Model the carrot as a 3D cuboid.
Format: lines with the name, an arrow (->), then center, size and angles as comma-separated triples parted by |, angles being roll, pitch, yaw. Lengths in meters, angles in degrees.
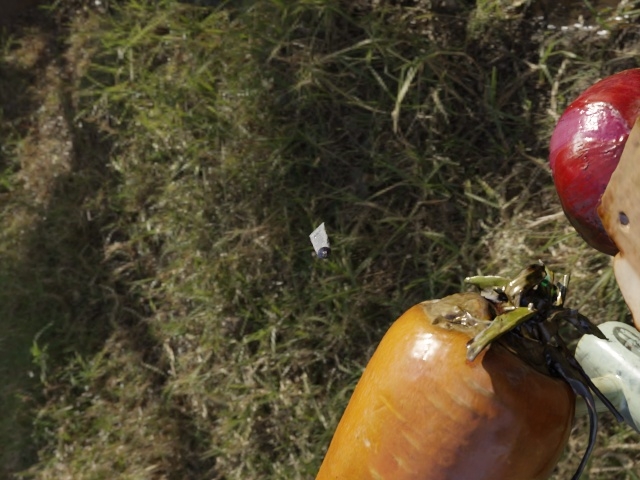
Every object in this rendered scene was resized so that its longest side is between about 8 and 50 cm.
carrot -> 0.132, 0.165, 0.622 | 0.214, 0.193, 0.331 | 33, 99, 55

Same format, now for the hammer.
hammer -> 0.347, 0.206, 0.867 | 0.202, 0.305, 0.113 | -131, 38, -59

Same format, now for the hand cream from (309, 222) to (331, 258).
hand cream -> 0.000, 0.000, 0.933 | 0.030, 0.019, 0.093 | -46, 24, 11

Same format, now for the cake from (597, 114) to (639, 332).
cake -> 0.311, -0.023, 0.393 | 0.293, 0.198, 0.196 | 87, 166, -52

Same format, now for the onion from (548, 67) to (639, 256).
onion -> 0.451, -0.102, 0.906 | 0.276, 0.276, 0.276 | 14, 109, 48
